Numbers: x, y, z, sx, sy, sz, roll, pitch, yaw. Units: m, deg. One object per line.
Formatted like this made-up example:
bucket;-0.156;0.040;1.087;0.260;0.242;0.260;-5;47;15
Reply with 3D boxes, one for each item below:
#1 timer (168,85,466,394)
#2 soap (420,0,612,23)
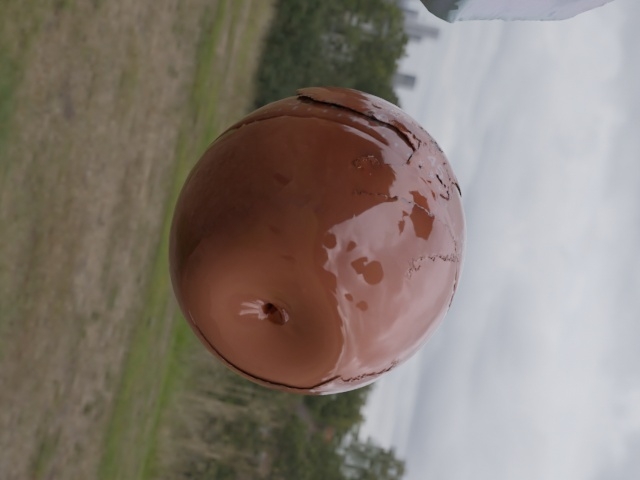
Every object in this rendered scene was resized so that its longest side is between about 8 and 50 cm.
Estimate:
timer;0.000;0.000;0.990;0.215;0.230;0.229;-57;164;-48
soap;0.195;-0.246;0.603;0.446;0.156;0.261;-26;169;-34
